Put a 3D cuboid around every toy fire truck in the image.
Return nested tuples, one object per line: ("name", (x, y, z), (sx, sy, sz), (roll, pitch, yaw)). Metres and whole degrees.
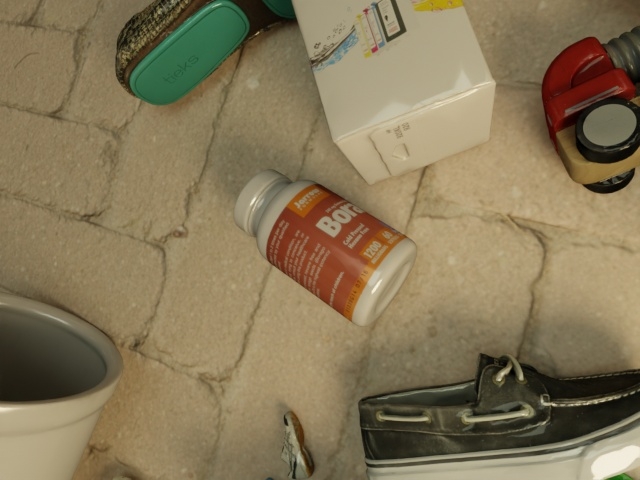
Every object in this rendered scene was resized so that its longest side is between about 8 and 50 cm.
("toy fire truck", (0.328, -0.209, 0.457), (0.217, 0.158, 0.246), (-23, 64, 24))

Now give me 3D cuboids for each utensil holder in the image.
("utensil holder", (-0.493, 0.298, 0.584), (0.327, 0.327, 0.385), (24, 93, 21))

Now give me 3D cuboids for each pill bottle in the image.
("pill bottle", (0.000, 0.000, 0.557), (0.216, 0.121, 0.121), (33, 93, 20))

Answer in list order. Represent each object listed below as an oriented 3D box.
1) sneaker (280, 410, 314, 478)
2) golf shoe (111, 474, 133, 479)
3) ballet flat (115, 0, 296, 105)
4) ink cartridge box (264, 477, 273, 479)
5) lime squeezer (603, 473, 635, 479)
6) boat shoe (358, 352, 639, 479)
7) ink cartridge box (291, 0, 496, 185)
("sneaker", (-0.038, 0.266, 0.576), (0.037, 0.032, 0.083), (-22, 74, 15))
("golf shoe", (-0.299, 0.426, 0.638), (0.086, 0.069, 0.176), (22, 86, 41))
("ballet flat", (-0.110, -0.378, 0.642), (0.482, 0.164, 0.182), (-23, 69, 18))
("ink cartridge box", (-0.067, 0.349, 0.524), (0.088, 0.122, 0.052), (33, 93, 21))
("lime squeezer", (0.279, 0.276, 0.450), (0.310, 0.059, 0.110), (-9, 78, 17))
("boat shoe", (0.187, 0.177, 0.462), (0.335, 0.121, 0.119), (-22, 79, 17))
("ink cartridge box", (0.086, -0.216, 0.534), (0.168, 0.171, 0.233), (-19, 76, 16))
